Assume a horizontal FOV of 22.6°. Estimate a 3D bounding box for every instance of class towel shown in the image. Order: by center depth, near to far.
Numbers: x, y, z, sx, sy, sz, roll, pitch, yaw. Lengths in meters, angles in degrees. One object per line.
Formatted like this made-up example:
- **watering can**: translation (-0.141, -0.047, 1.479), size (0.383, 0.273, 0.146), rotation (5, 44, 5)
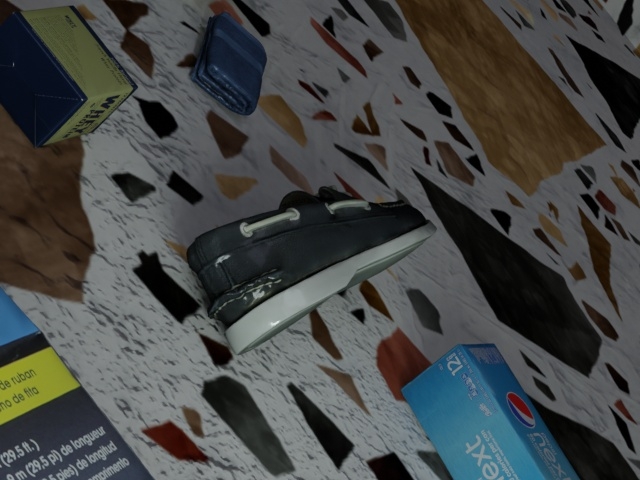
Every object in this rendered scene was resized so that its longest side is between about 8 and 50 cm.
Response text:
- **towel**: translation (-0.081, -0.160, 1.453), size (0.067, 0.029, 0.119), rotation (40, 25, -19)

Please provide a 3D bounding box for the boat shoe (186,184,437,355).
- **boat shoe**: translation (0.000, 0.000, 1.258), size (0.091, 0.114, 0.302), rotation (57, 24, 4)

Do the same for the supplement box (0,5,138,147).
- **supplement box**: translation (-0.195, -0.122, 1.172), size (0.083, 0.056, 0.083), rotation (52, 25, 5)

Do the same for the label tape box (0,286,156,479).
- **label tape box**: translation (-0.163, 0.180, 0.731), size (0.348, 0.115, 0.249), rotation (50, 24, 7)

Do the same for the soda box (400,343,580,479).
- **soda box**: translation (0.156, 0.188, 1.299), size (0.067, 0.071, 0.210), rotation (6, 49, -58)
